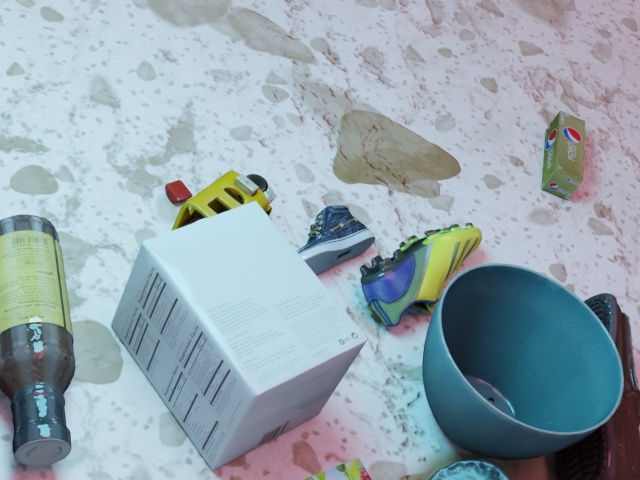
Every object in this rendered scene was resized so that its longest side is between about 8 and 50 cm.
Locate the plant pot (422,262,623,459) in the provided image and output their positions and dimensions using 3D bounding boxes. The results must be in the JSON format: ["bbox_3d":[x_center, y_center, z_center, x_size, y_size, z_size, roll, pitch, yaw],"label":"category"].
[{"bbox_3d":[0.266,0.206,1.718,0.290,0.195,0.290,14,46,-15],"label":"plant pot"}]

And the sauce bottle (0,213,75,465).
[{"bbox_3d":[-0.379,0.125,1.529,0.111,0.111,0.344,4,49,-24],"label":"sauce bottle"}]

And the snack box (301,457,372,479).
[{"bbox_3d":[0.043,0.372,1.570,0.100,0.037,0.141,-16,60,-34],"label":"snack box"}]

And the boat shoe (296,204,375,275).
[{"bbox_3d":[0.000,0.000,1.871,0.183,0.065,0.083,-19,60,-45],"label":"boat shoe"}]

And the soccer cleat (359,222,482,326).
[{"bbox_3d":[0.172,0.053,1.907,0.289,0.093,0.121,-26,96,-45],"label":"soccer cleat"}]

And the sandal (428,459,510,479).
[{"bbox_3d":[0.213,0.467,1.482,0.167,0.107,0.446,-19,47,4],"label":"sandal"}]

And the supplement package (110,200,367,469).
[{"bbox_3d":[-0.117,0.125,1.598,0.199,0.198,0.262,-22,64,-38],"label":"supplement package"}]

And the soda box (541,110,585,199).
[{"bbox_3d":[0.466,-0.164,2.248,0.058,0.061,0.181,22,45,-8],"label":"soda box"}]

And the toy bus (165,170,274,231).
[{"bbox_3d":[-0.133,-0.054,1.819,0.191,0.104,0.202,6,49,-23],"label":"toy bus"}]

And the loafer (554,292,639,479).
[{"bbox_3d":[0.437,0.252,1.834,0.130,0.134,0.366,34,50,-29],"label":"loafer"}]
